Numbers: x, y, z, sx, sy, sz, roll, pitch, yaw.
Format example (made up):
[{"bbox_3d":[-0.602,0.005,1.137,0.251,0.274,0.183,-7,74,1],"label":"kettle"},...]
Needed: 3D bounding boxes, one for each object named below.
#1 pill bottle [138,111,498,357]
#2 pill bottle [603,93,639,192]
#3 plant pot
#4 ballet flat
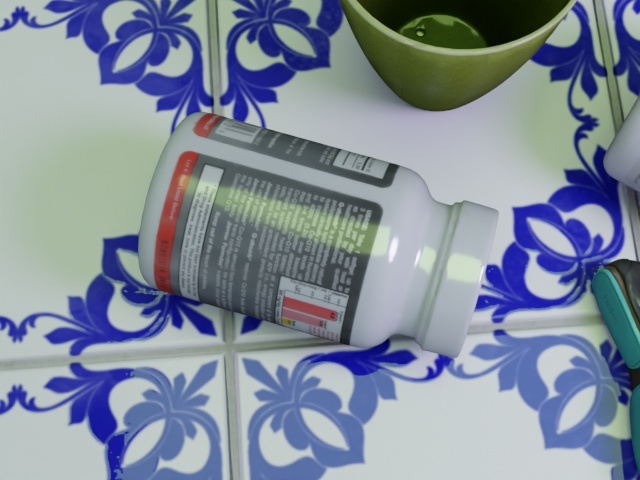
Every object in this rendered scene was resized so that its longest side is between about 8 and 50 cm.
[{"bbox_3d":[0.000,0.000,1.224,0.363,0.210,0.210,16,73,6],"label":"pill bottle"},{"bbox_3d":[0.548,-0.080,1.231,0.408,0.229,0.229,30,75,9],"label":"pill bottle"},{"bbox_3d":[0.143,-0.269,1.263,0.275,0.293,0.274,0,72,0],"label":"plant pot"},{"bbox_3d":[0.388,0.149,1.236,0.096,0.095,0.280,-5,72,-13],"label":"ballet flat"}]
